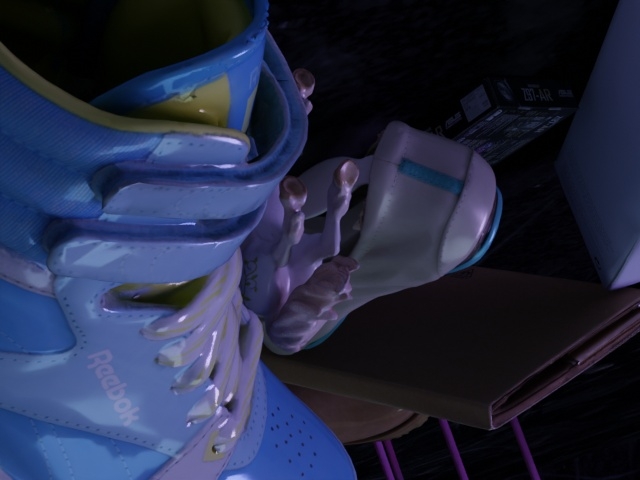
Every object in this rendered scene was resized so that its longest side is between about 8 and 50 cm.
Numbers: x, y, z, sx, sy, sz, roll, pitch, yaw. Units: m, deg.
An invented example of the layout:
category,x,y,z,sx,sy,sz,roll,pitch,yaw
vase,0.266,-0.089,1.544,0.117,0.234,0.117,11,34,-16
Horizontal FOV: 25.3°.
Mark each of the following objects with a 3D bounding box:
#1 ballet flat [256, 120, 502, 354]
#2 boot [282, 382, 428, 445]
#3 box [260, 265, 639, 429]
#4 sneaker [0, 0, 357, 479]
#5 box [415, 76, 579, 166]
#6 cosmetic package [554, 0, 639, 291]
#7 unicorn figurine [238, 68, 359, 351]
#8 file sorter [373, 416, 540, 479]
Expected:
category,x,y,z,sx,sy,sz,roll,pitch,yaw
ballet flat,0.000,0.000,0.755,0.086,0.086,0.248,-9,167,-31
boot,-0.061,0.133,1.095,0.270,0.089,0.236,2,152,-48
box,0.071,0.056,0.858,0.201,0.021,0.164,8,-154,43
sneaker,-0.050,0.017,0.486,0.208,0.127,0.319,-33,130,27
box,0.085,-0.058,0.754,0.067,0.018,0.083,-5,158,-42
cosmetic package,0.328,-0.107,0.735,0.377,0.097,0.284,-18,165,-5
unicorn figurine,-0.024,-0.021,0.620,0.060,0.161,0.111,9,139,-11
file sorter,0.040,0.233,1.365,0.291,0.182,0.202,-14,164,-17
